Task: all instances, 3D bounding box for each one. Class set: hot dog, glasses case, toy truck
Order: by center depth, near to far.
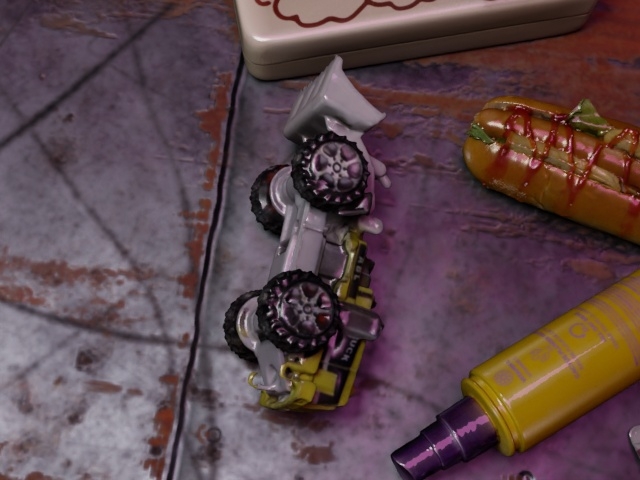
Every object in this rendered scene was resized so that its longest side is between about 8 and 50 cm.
[{"bbox_3d":[0.000,0.000,0.793,0.111,0.136,0.285,17,73,-18],"label":"toy truck"},{"bbox_3d":[0.251,-0.062,0.847,0.250,0.076,0.104,23,71,8],"label":"hot dog"},{"bbox_3d":[0.084,-0.248,0.904,0.337,0.076,0.143,-11,71,-5],"label":"glasses case"}]

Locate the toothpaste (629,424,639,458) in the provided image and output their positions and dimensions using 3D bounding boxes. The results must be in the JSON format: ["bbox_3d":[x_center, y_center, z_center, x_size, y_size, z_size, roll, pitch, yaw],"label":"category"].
[{"bbox_3d":[0.326,0.265,0.753,0.096,0.061,0.266,-9,65,-4],"label":"toothpaste"}]

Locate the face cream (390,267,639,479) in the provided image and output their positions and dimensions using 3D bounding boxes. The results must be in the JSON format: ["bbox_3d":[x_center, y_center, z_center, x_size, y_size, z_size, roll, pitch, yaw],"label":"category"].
[{"bbox_3d":[0.179,0.116,0.781,0.273,0.078,0.078,-29,74,-11],"label":"face cream"}]
